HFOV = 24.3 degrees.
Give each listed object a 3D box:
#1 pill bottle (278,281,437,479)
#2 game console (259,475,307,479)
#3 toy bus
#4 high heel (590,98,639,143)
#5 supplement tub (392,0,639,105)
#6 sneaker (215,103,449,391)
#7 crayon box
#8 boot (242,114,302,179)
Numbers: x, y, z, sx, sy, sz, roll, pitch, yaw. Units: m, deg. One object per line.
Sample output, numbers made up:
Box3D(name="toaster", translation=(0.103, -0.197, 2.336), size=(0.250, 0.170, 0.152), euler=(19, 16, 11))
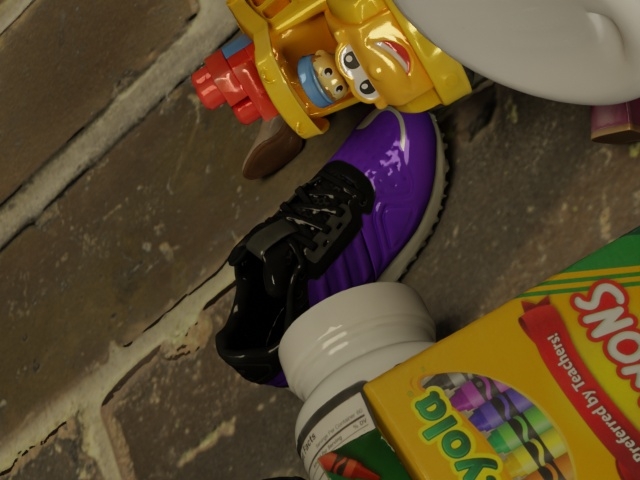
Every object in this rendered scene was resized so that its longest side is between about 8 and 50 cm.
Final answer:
Box3D(name="pill bottle", translation=(0.074, 0.181, 1.174), size=(0.162, 0.162, 0.278), euler=(-41, 54, 26))
Box3D(name="game console", translation=(-0.173, 0.241, 0.987), size=(0.361, 0.044, 0.213), euler=(-16, 32, 7))
Box3D(name="toy bus", translation=(-0.003, -0.160, 1.256), size=(0.211, 0.149, 0.220), euler=(-32, 29, -1))
Box3D(name="high heel", translation=(0.302, -0.149, 1.117), size=(0.244, 0.082, 0.117), euler=(-12, 75, 49))
Box3D(name="supplement tub", translation=(0.205, -0.290, 1.089), size=(0.235, 0.235, 0.325), euler=(10, 66, 42))
Box3D(name="sneaker", translation=(0.000, 0.001, 1.291), size=(0.102, 0.146, 0.293), euler=(34, 102, 41))
Box3D(name="crayon box", translation=(0.174, 0.139, 1.036), size=(0.318, 0.081, 0.202), euler=(-30, 59, -7))
Box3D(name="boot", translation=(-0.042, -0.125, 1.437), size=(0.118, 0.042, 0.087), euler=(-39, 50, 26))
